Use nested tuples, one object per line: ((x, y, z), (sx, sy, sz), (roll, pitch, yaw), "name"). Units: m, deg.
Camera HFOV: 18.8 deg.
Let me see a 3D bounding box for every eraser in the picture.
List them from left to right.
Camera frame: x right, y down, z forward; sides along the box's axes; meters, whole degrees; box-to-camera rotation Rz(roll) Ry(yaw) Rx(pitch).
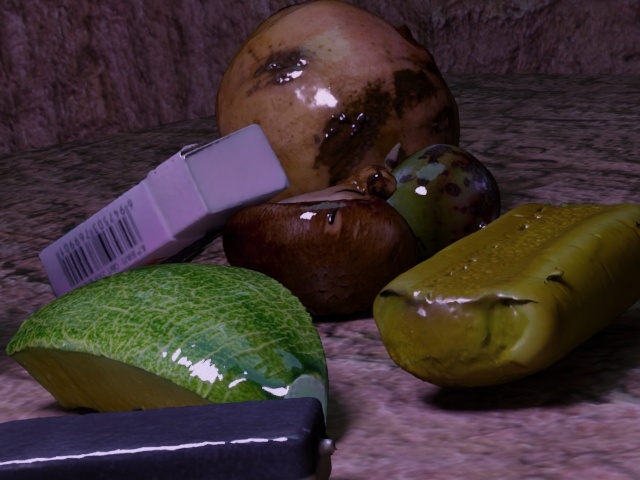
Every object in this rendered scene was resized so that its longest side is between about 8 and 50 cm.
((-0.171, -0.021, 2.069), (0.130, 0.086, 0.287), (-24, -5, -44), "eraser")

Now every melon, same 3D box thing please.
((-0.103, 0.089, 1.597), (0.196, 0.124, 0.323), (-22, 15, -34), "melon")

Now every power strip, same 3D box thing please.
((-0.114, 0.161, 1.348), (0.256, 0.070, 0.105), (-7, 12, 8), "power strip")

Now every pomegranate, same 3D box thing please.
((0.020, -0.144, 2.335), (0.322, 0.322, 0.322), (-6, 10, 1), "pomegranate")
((0.120, -0.037, 2.140), (0.148, 0.148, 0.169), (-11, 11, -24), "pomegranate")

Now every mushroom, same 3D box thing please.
((0.004, 0.014, 1.972), (0.194, 0.138, 0.231), (-20, -5, 11), "mushroom")

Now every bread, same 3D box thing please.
((0.181, 0.049, 1.669), (0.166, 0.112, 0.383), (2, 13, 24), "bread")

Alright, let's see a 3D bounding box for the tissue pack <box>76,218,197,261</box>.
((-0.230, 0.001, 2.384), (0.156, 0.051, 0.112), (-4, 11, 11), "tissue pack")
